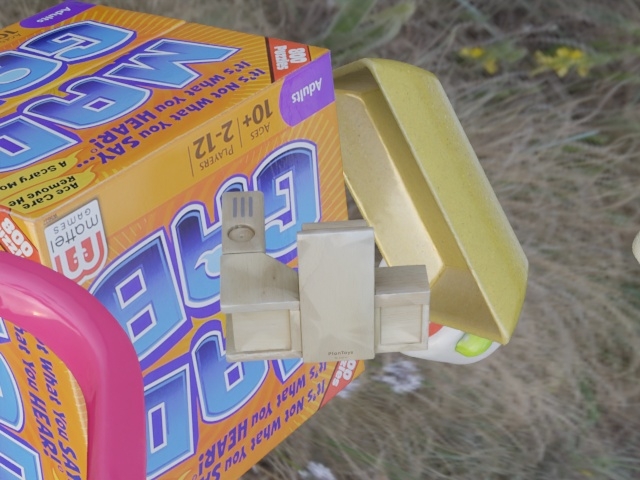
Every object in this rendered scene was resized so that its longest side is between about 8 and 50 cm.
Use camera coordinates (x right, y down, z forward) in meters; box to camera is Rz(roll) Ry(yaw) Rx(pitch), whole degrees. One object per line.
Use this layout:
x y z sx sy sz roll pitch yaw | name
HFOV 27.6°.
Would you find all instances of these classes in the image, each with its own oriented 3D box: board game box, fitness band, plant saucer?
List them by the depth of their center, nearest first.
-0.199 0.109 0.710 0.209 0.290 0.054 13 126 -18 | fitness band
-0.216 0.017 1.229 0.356 0.356 0.356 -36 130 -41 | board game box
0.114 -0.060 1.486 0.081 0.333 0.332 -29 98 -11 | plant saucer

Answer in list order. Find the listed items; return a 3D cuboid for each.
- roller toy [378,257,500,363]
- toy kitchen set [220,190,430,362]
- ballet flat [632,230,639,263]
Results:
0.186 0.079 1.903 0.146 0.191 0.209 14 66 -46 | roller toy
0.000 0.000 0.540 0.083 0.068 0.075 -3 40 -2 | toy kitchen set
0.493 0.069 1.612 0.248 0.086 0.086 40 82 -2 | ballet flat
